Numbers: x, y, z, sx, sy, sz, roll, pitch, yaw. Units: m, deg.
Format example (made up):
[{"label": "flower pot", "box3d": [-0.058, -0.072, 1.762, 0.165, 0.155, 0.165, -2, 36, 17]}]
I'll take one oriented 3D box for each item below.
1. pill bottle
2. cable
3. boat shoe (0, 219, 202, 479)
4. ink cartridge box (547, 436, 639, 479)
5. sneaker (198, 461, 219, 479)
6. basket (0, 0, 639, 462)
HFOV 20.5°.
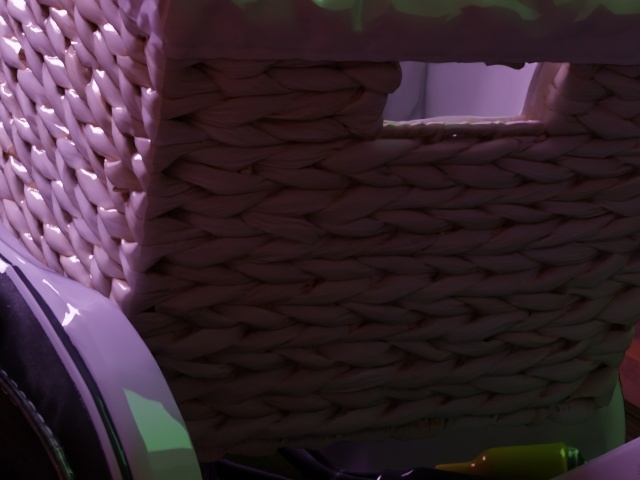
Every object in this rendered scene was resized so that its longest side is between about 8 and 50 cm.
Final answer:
[{"label": "pill bottle", "box3d": [0.112, 0.114, 1.253, 0.204, 0.204, 0.361, 29, 4, 7]}, {"label": "cable", "box3d": [0.033, 0.165, 1.049, 0.287, 0.139, 0.072, 10, -21, 16]}, {"label": "boat shoe", "box3d": [-0.180, 0.055, 0.812, 0.119, 0.121, 0.335, -12, 39, -38]}, {"label": "ink cartridge box", "box3d": [0.186, 0.191, 0.854, 0.303, 0.307, 0.072, 20, 53, -31]}, {"label": "sneaker", "box3d": [-0.079, 0.111, 0.962, 0.068, 0.071, 0.170, 29, 4, 3]}, {"label": "basket", "box3d": [-0.009, -0.086, 0.948, 0.328, 0.266, 0.331, -3, 34, -27]}]
